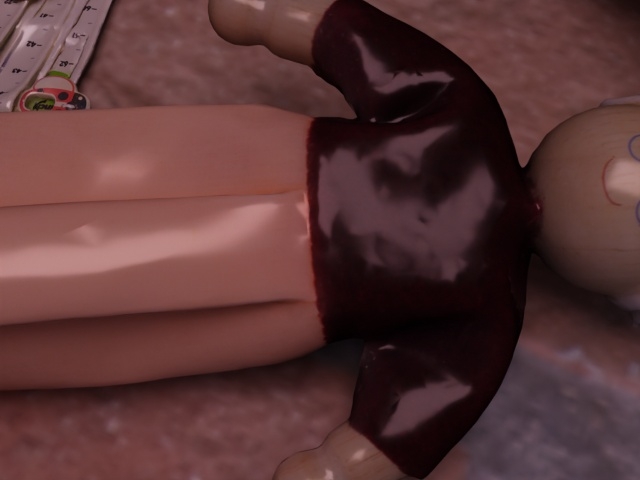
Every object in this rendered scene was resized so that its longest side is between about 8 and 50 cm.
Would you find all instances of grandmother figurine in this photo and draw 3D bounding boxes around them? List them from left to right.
[{"bbox_3d":[0.000,0.000,0.368,0.343,0.104,0.207,-6,95,1],"label":"grandmother figurine"}]

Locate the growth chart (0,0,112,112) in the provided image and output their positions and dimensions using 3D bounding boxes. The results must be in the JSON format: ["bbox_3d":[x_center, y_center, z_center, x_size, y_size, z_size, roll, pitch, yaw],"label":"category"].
[{"bbox_3d":[-0.166,-0.136,0.478,0.172,0.021,0.237,6,66,6],"label":"growth chart"}]
